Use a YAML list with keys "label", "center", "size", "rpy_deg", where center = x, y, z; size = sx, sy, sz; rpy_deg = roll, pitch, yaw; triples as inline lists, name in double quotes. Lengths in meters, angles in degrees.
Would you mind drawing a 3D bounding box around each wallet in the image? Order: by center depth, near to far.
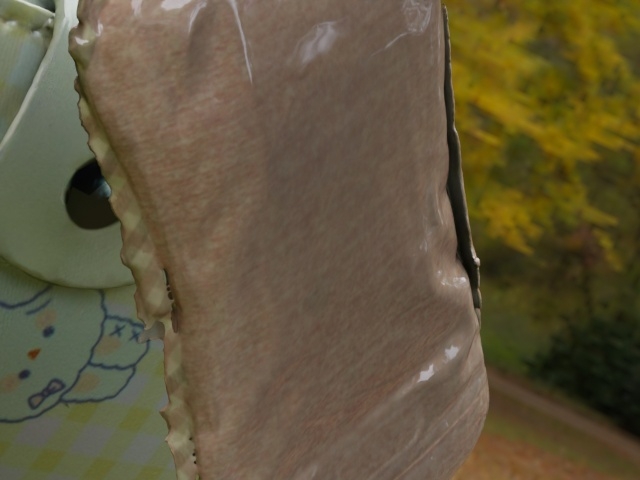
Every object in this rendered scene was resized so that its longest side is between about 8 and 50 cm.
- label: "wallet"
  center: [-0.112, 0.006, 0.609]
  size: [0.309, 0.223, 0.077]
  rpy_deg: [19, 21, -47]

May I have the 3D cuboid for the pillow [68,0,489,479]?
- label: "pillow"
  center: [-0.002, 0.002, 0.482]
  size: [0.034, 0.211, 0.135]
  rpy_deg: [15, 35, 35]
